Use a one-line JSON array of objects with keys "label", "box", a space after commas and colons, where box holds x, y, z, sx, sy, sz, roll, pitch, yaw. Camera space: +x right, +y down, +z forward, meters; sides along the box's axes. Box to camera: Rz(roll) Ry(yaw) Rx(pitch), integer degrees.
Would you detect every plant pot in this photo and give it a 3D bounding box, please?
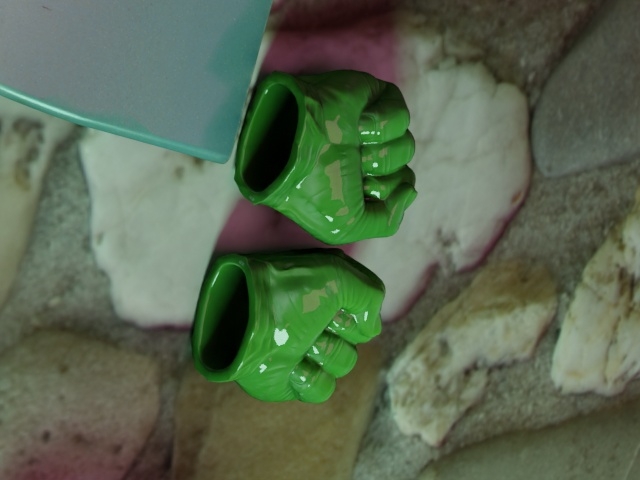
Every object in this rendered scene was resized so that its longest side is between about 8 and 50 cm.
[{"label": "plant pot", "box": [-0.176, -0.167, 1.116, 0.234, 0.165, 0.165, 10, 100, -33]}]

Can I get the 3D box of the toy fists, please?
[{"label": "toy fists", "box": [0.000, 0.000, 1.364, 0.142, 0.096, 0.279, 6, 101, -42]}]
